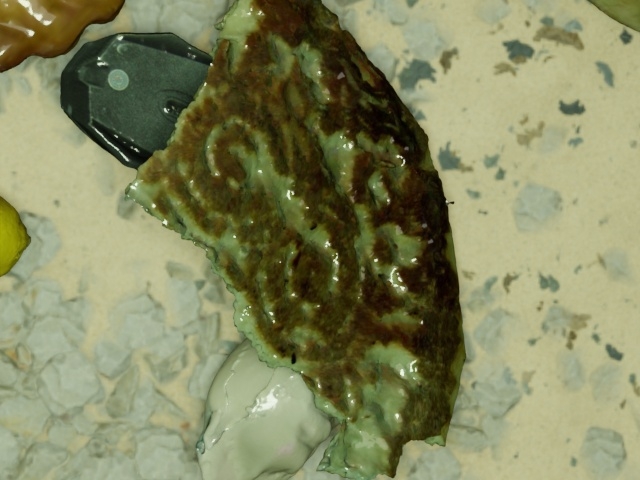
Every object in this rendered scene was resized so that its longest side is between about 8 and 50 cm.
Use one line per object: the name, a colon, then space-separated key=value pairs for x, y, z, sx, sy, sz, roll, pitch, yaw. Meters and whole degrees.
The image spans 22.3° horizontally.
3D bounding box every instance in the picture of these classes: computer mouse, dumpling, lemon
computer mouse: x=-0.119 y=-0.100 z=1.408 sx=0.231 sy=0.071 sz=0.126 roll=21 pitch=72 yaw=-21
dumpling: x=-0.033 y=0.148 z=1.412 sx=0.127 sy=0.108 sz=0.188 roll=46 pitch=63 yaw=-31
lemon: x=-0.300 y=-0.012 z=1.362 sx=0.110 sy=0.082 sz=0.082 roll=31 pitch=84 yaw=-6

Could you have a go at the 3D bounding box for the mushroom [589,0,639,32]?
mushroom: x=0.371 y=-0.309 z=1.448 sx=0.292 sy=0.212 sz=0.217 roll=-30 pitch=88 yaw=-17

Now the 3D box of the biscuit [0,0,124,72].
biscuit: x=-0.288 y=-0.301 z=1.355 sx=0.326 sy=0.107 sz=0.326 roll=0 pitch=91 yaw=-14

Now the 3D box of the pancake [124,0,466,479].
pancake: x=0.003 y=-0.004 z=1.381 sx=0.305 sy=0.067 sz=0.427 roll=-48 pitch=113 yaw=-36
